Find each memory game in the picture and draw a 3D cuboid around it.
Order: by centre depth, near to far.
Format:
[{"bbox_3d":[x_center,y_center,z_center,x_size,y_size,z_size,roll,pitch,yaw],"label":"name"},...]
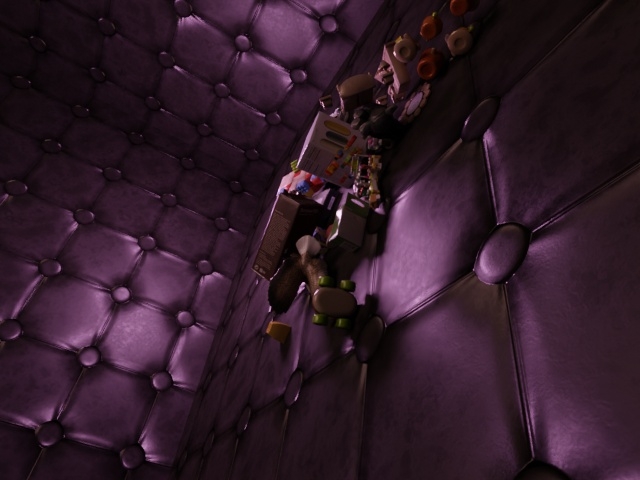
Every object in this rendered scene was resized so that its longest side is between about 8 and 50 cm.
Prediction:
[{"bbox_3d":[0.373,-0.535,1.783,0.186,0.012,0.186,-55,19,30],"label":"memory game"}]

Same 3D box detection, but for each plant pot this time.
[{"bbox_3d":[-0.191,0.399,2.003,0.081,0.083,0.081,-68,17,-10],"label":"plant pot"}]

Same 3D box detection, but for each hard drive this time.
[{"bbox_3d":[-0.035,-0.125,2.320,0.236,0.064,0.339,-68,17,-12],"label":"hard drive"}]

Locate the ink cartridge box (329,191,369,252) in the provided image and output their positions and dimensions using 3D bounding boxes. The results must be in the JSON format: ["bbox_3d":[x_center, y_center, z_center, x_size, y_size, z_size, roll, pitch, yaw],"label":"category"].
[{"bbox_3d":[0.113,-0.069,1.727,0.062,0.109,0.209,-40,30,52],"label":"ink cartridge box"}]

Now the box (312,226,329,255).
[{"bbox_3d":[0.000,0.000,2.043,0.054,0.059,0.169,-60,18,21],"label":"box"}]

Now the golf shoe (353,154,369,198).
[{"bbox_3d":[0.172,-0.262,1.882,0.094,0.077,0.198,-32,35,60],"label":"golf shoe"}]

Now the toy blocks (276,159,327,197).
[{"bbox_3d":[-0.086,-0.301,2.425,0.381,0.190,0.261,-26,30,27],"label":"toy blocks"}]

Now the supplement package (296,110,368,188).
[{"bbox_3d":[0.062,-0.402,2.043,0.198,0.263,0.199,127,161,-59],"label":"supplement package"}]

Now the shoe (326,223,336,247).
[{"bbox_3d":[0.073,-0.056,1.900,0.178,0.064,0.081,-59,22,31],"label":"shoe"}]

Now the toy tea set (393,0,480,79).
[{"bbox_3d":[0.432,-0.726,1.609,0.336,0.200,0.124,-29,24,46],"label":"toy tea set"}]

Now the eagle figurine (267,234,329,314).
[{"bbox_3d":[-0.060,0.153,1.814,0.226,0.225,0.298,-42,16,30],"label":"eagle figurine"}]

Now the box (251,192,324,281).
[{"bbox_3d":[-0.145,-0.013,2.033,0.143,0.191,0.381,30,108,30],"label":"box"}]

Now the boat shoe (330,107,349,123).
[{"bbox_3d":[0.093,-0.696,2.674,0.118,0.103,0.320,-48,24,43],"label":"boat shoe"}]

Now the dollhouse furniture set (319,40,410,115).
[{"bbox_3d":[0.156,-0.626,1.816,0.303,0.356,0.173,33,-142,-85],"label":"dollhouse furniture set"}]

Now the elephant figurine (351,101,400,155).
[{"bbox_3d":[0.244,-0.436,1.830,0.169,0.239,0.186,-47,45,3],"label":"elephant figurine"}]

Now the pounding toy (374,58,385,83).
[{"bbox_3d":[0.321,-0.837,2.210,0.141,0.100,0.130,-67,17,-9],"label":"pounding toy"}]

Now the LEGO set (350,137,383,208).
[{"bbox_3d":[0.172,-0.244,1.733,0.132,0.107,0.286,108,168,-73],"label":"LEGO set"}]

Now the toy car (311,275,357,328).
[{"bbox_3d":[0.031,0.221,1.535,0.188,0.149,0.155,130,151,-69],"label":"toy car"}]

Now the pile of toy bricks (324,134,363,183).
[{"bbox_3d":[0.119,-0.340,1.862,0.212,0.118,0.105,-52,1,-26],"label":"pile of toy bricks"}]

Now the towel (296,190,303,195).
[{"bbox_3d":[-0.120,-0.051,2.289,0.324,0.056,0.312,135,133,-65],"label":"towel"}]
